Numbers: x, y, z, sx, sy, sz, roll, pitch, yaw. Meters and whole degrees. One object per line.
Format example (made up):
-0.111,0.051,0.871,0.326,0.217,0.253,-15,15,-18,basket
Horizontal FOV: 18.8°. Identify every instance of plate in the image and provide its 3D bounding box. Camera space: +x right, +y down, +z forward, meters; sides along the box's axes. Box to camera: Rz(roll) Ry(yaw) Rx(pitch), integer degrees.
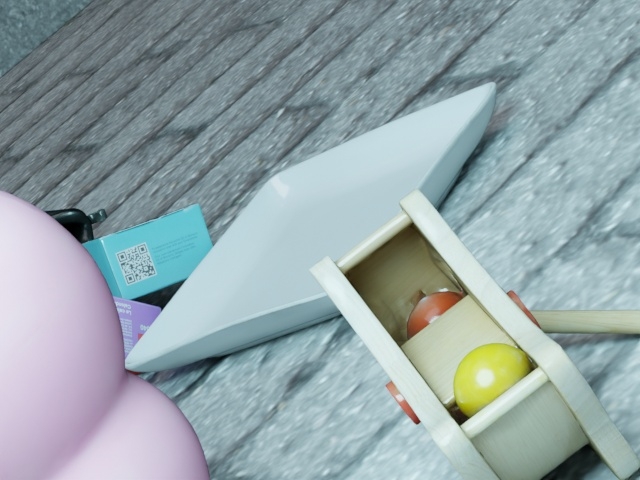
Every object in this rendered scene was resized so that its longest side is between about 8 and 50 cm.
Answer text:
0.000,0.000,1.560,0.278,0.045,0.277,-21,24,42,plate

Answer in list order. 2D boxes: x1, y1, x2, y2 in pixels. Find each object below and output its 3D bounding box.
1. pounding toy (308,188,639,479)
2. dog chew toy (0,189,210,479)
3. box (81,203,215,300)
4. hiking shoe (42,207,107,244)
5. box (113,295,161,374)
0.102,0.039,1.059,0.155,0.154,0.269,-37,17,0,pounding toy
-0.155,0.132,1.015,0.206,0.332,0.206,-33,16,11,dog chew toy
-0.190,0.026,1.755,0.100,0.060,0.244,-21,2,-28,box
-0.353,0.054,2.004,0.132,0.113,0.304,-22,22,43,hiking shoe
-0.304,0.081,1.593,0.201,0.293,0.057,-22,64,39,box
